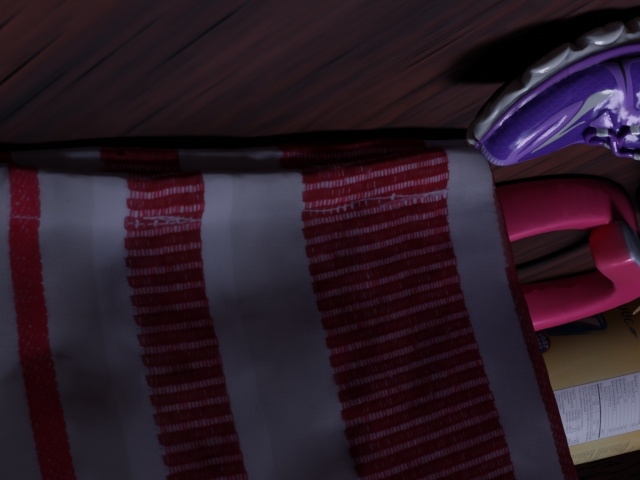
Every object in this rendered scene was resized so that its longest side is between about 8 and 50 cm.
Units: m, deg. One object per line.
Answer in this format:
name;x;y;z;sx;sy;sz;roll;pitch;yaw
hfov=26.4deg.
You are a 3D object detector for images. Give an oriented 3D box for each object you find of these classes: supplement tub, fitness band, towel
supplement tub;0.209;0.108;1.114;0.199;0.144;0.144;-11;166;-14
fitness band;0.102;0.023;0.872;0.209;0.054;0.291;-15;166;15
towel;-0.030;0.073;0.525;0.329;0.237;0.037;-4;163;-35

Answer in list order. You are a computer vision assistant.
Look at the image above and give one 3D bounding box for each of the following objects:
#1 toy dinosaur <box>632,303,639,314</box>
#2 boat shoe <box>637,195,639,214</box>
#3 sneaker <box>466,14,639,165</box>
toy dinosaur;0.347;0.001;1.039;0.211;0.064;0.112;-33;141;29
boat shoe;0.238;-0.015;0.810;0.083;0.065;0.183;-14;166;6
sneaker;0.144;-0.052;0.552;0.170;0.071;0.068;-10;166;-13
